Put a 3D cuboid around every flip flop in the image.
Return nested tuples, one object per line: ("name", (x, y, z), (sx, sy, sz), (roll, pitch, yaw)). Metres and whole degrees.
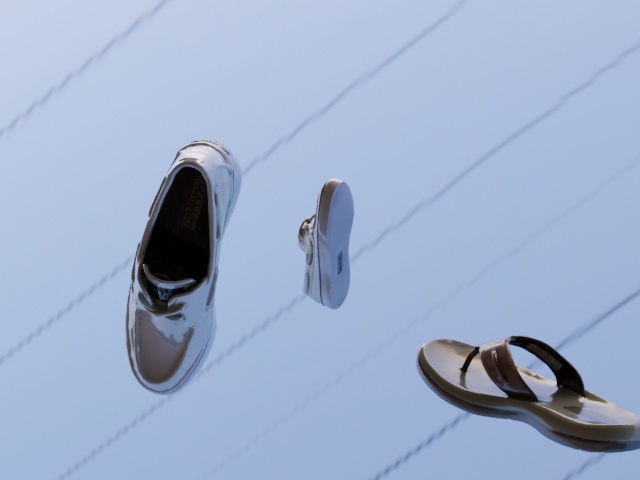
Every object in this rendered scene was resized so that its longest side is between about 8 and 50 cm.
("flip flop", (0.214, 0.141, 1.433), (0.277, 0.112, 0.080), (20, -66, 49))

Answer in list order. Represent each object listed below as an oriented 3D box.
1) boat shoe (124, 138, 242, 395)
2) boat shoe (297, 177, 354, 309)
("boat shoe", (-0.139, 0.036, 1.366), (0.096, 0.088, 0.267), (22, -71, 7))
("boat shoe", (0.000, 0.000, 0.947), (0.035, 0.100, 0.035), (19, -138, 25))
